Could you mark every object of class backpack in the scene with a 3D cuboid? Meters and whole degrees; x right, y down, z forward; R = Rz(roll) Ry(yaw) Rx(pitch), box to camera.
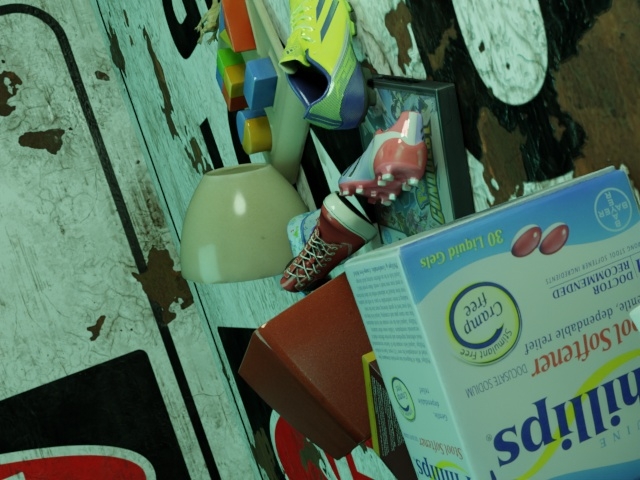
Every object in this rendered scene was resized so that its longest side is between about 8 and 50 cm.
[{"bbox_3d":[0.000,0.000,1.568,0.084,0.105,0.114,-13,97,48],"label":"backpack"}]

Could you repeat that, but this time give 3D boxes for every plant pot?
[{"bbox_3d":[0.047,0.214,1.443,0.236,0.267,0.267,52,157,13],"label":"plant pot"},{"bbox_3d":[-0.150,-0.048,1.671,0.284,0.284,0.191,-158,56,-65],"label":"plant pot"}]

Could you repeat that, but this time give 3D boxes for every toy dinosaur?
[{"bbox_3d":[-0.226,-0.469,1.788,0.183,0.053,0.093,-94,27,-42],"label":"toy dinosaur"}]

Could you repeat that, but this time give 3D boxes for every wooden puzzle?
[{"bbox_3d":[-0.135,-0.312,1.666,0.348,0.080,0.322,63,159,21],"label":"wooden puzzle"}]

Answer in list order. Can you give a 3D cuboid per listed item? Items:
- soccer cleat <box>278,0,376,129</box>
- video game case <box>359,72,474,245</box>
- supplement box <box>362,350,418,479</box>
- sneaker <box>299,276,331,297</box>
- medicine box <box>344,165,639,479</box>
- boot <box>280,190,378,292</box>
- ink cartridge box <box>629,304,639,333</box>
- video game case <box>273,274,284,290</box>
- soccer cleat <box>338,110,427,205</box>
[{"bbox_3d":[-0.010,-0.283,1.230,0.093,0.121,0.289,122,139,-50],"label":"soccer cleat"},{"bbox_3d":[0.132,-0.095,1.208,0.248,0.035,0.275,31,136,62],"label":"video game case"},{"bbox_3d":[0.168,0.261,1.189,0.194,0.129,0.191,43,147,53],"label":"supplement box"},{"bbox_3d":[-0.008,0.093,1.758,0.188,0.067,0.078,55,135,42],"label":"sneaker"},{"bbox_3d":[0.206,0.108,0.850,0.289,0.263,0.149,70,161,0],"label":"medicine box"},{"bbox_3d":[0.001,0.016,1.346,0.088,0.176,0.244,48,180,11],"label":"boot"},{"bbox_3d":[0.377,0.074,0.551,0.223,0.129,0.307,64,160,17],"label":"ink cartridge box"},{"bbox_3d":[-0.128,-0.024,2.010,0.227,0.026,0.206,59,158,30],"label":"video game case"},{"bbox_3d":[0.087,-0.108,1.178,0.248,0.083,0.095,160,122,-76],"label":"soccer cleat"}]
